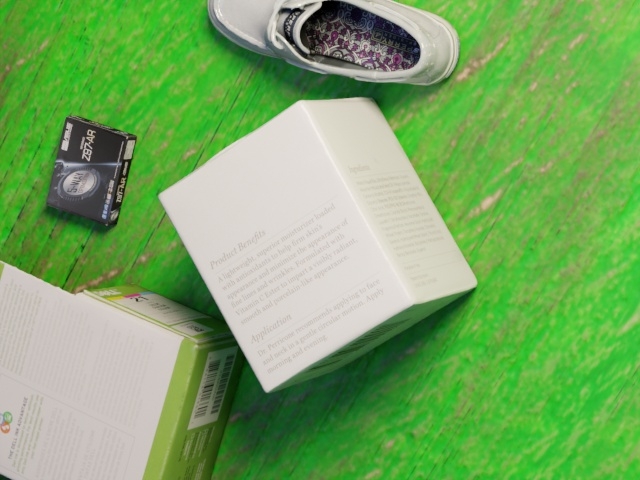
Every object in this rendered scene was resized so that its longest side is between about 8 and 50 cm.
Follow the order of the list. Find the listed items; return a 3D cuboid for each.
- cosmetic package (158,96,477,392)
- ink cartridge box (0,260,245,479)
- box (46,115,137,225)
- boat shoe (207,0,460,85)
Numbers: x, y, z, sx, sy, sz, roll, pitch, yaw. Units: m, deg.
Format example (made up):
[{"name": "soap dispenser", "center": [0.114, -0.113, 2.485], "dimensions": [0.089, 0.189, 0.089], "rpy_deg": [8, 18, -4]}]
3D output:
[{"name": "cosmetic package", "center": [0.000, 0.000, 1.505], "dimensions": [0.151, 0.151, 0.183], "rpy_deg": [-32, 81, 23]}, {"name": "ink cartridge box", "center": [-0.212, 0.124, 1.646], "dimensions": [0.255, 0.097, 0.188], "rpy_deg": [22, 103, 24]}, {"name": "box", "center": [-0.203, -0.062, 1.668], "dimensions": [0.067, 0.018, 0.083], "rpy_deg": [20, 102, 22]}, {"name": "boat shoe", "center": [0.000, -0.177, 1.530], "dimensions": [0.227, 0.081, 0.079], "rpy_deg": [16, 101, 23]}]
